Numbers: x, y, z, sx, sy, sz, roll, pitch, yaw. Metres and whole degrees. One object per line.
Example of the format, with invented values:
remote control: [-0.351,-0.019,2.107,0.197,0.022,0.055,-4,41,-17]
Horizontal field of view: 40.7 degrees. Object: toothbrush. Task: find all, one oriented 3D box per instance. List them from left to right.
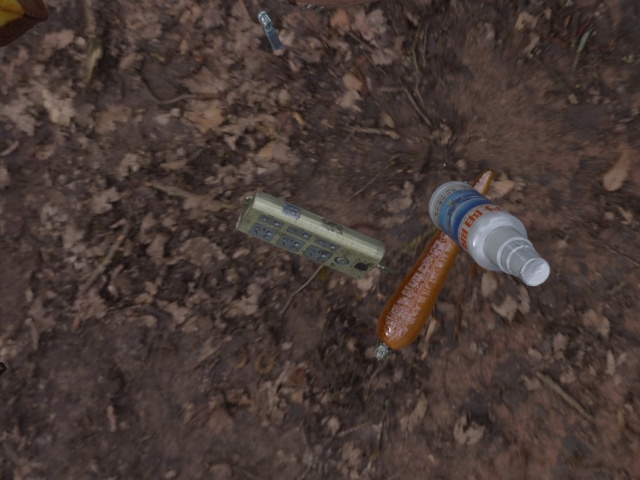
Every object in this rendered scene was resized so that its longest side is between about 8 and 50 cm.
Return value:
toothbrush: [-0.070,-0.298,1.239,0.016,0.219,0.019,-37,92,3]

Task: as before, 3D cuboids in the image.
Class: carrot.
carrot: [0.171,0.040,1.293,0.069,0.069,0.336,31,99,4]

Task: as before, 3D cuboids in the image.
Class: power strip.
power strip: [0.000,0.000,1.320,0.267,0.092,0.034,23,57,-14]

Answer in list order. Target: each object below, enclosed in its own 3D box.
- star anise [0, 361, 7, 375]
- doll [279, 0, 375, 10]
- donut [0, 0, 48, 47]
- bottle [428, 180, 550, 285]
star anise: [-0.550,0.255,1.209,0.272,0.272,0.102,-42,126,9]
doll: [-0.013,-0.275,0.657,0.201,0.303,0.156,5,135,-17]
donut: [-0.372,-0.280,0.902,0.073,0.166,0.184,-41,75,13]
bottle: [0.165,-0.006,0.838,0.060,0.217,0.060,-4,108,-12]
